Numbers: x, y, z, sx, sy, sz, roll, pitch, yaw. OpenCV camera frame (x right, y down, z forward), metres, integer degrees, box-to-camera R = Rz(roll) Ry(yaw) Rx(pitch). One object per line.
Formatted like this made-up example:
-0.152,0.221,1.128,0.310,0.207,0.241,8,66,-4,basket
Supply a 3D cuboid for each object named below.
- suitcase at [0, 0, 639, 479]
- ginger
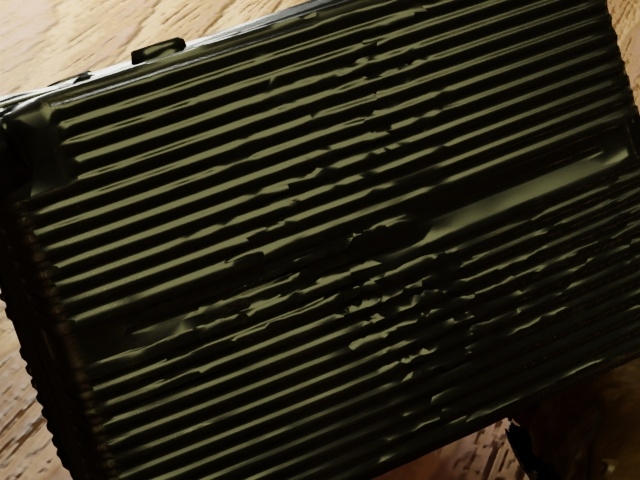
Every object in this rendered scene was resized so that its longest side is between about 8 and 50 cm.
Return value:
0.000,0.000,0.707,0.335,0.229,0.152,-21,9,-20,suitcase
0.156,0.139,0.766,0.133,0.107,0.309,4,31,-6,ginger
